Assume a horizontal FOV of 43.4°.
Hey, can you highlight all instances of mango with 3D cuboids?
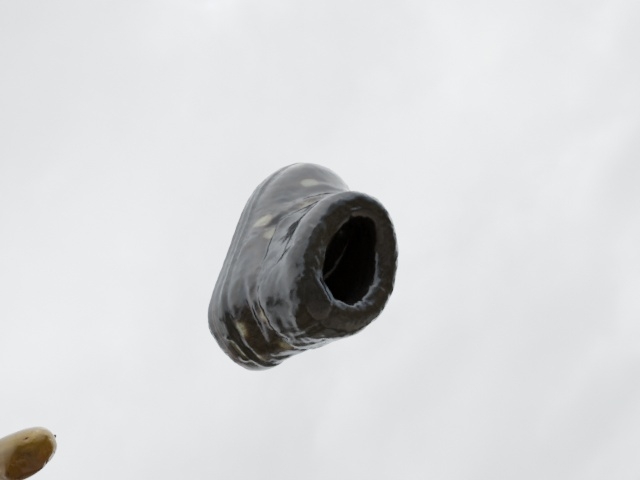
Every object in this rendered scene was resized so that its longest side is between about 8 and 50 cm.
[{"bbox_3d":[-0.416,0.293,1.100,0.114,0.080,0.060,-22,-77,2],"label":"mango"}]

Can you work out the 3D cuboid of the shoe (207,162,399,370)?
[{"bbox_3d":[0.000,0.000,1.136,0.171,0.237,0.384,50,-142,-23],"label":"shoe"}]
